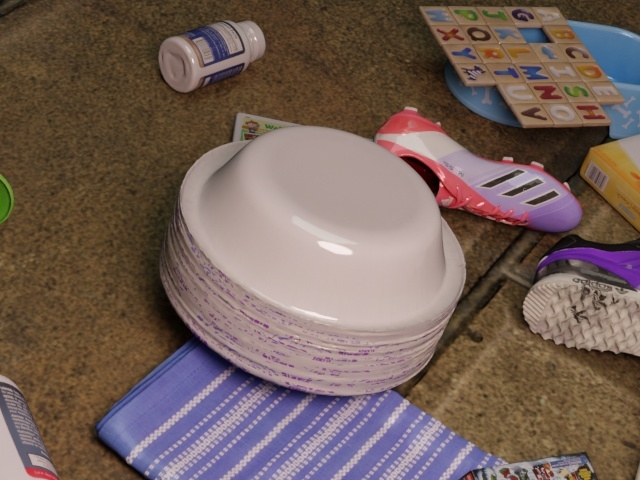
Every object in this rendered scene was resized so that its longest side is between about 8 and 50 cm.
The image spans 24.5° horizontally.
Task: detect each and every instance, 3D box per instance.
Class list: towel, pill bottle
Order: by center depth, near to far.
[{"bbox_3d":[-0.279,0.168,1.184,0.108,0.108,0.180,-9,46,-27],"label":"pill bottle"},{"bbox_3d":[-0.002,0.192,1.308,0.336,0.040,0.243,32,43,18],"label":"towel"},{"bbox_3d":[-0.124,-0.219,1.715,0.120,0.067,0.067,-25,55,-39],"label":"pill bottle"}]

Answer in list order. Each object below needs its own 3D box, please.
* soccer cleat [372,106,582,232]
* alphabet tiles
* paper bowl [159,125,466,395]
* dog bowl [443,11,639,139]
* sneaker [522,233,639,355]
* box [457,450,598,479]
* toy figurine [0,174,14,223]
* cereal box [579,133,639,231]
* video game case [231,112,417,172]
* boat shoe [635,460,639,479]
[{"bbox_3d":[0.168,-0.057,1.613,0.248,0.083,0.095,27,53,-6],"label":"soccer cleat"},{"bbox_3d":[0.247,-0.212,1.768,0.198,0.009,0.237,-3,43,-23],"label":"alphabet tiles"},{"bbox_3d":[0.000,0.000,1.388,0.284,0.148,0.284,14,37,-11],"label":"paper bowl"},{"bbox_3d":[0.307,-0.213,1.854,0.297,0.074,0.166,7,41,-13],"label":"dog bowl"},{"bbox_3d":[0.365,0.063,1.534,0.293,0.102,0.146,20,39,3],"label":"sneaker"},{"bbox_3d":[0.195,0.240,1.296,0.137,0.027,0.094,-3,62,-33],"label":"box"},{"bbox_3d":[-0.374,-0.107,1.482,0.173,0.130,0.159,31,27,-17],"label":"toy figurine"},{"bbox_3d":[0.451,-0.068,1.756,0.240,0.047,0.173,-17,51,-34],"label":"cereal box"},{"bbox_3d":[0.003,-0.056,1.607,0.212,0.023,0.193,11,40,-6],"label":"video game case"},{"bbox_3d":[0.382,0.143,1.380,0.091,0.109,0.305,27,70,-13],"label":"boat shoe"}]
